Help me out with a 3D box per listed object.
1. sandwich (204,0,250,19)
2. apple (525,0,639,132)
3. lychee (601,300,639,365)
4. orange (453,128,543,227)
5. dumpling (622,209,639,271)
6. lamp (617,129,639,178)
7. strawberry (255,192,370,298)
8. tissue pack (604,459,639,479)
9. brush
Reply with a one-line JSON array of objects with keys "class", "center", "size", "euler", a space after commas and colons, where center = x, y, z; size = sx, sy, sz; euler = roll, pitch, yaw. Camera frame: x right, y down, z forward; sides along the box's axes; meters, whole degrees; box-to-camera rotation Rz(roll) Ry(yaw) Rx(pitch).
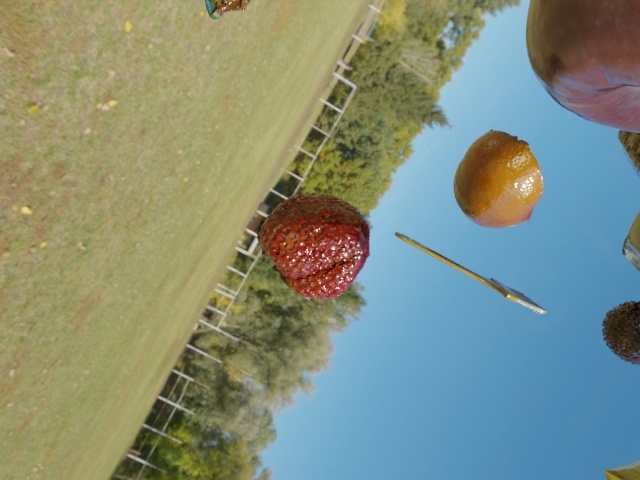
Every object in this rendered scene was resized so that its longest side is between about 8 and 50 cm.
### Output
[{"class": "sandwich", "center": [-0.259, -0.738, 1.277], "size": [0.235, 0.159, 0.079], "euler": [-53, -178, 18]}, {"class": "apple", "center": [0.360, -0.238, 0.442], "size": [0.306, 0.306, 0.235], "euler": [-133, -124, -82]}, {"class": "lychee", "center": [0.871, 0.254, 1.248], "size": [0.188, 0.188, 0.188], "euler": [-59, -172, 13]}, {"class": "orange", "center": [0.513, -0.162, 1.322], "size": [0.310, 0.274, 0.274], "euler": [2, 124, -58]}, {"class": "dumpling", "center": [0.992, -0.010, 1.243], "size": [0.341, 0.181, 0.260], "euler": [-63, -144, 32]}, {"class": "lamp", "center": [0.727, -0.190, 0.936], "size": [0.177, 0.177, 0.274], "euler": [-54, -172, 40]}, {"class": "strawberry", "center": [0.000, 0.000, 1.099], "size": [0.288, 0.250, 0.238], "euler": [-19, -147, 47]}, {"class": "tissue pack", "center": [0.757, 0.541, 1.028], "size": [0.095, 0.176, 0.062], "euler": [111, -33, -84]}, {"class": "brush", "center": [0.248, 0.050, 0.781], "size": [0.013, 0.272, 0.103], "euler": [-62, -179, 10]}]
